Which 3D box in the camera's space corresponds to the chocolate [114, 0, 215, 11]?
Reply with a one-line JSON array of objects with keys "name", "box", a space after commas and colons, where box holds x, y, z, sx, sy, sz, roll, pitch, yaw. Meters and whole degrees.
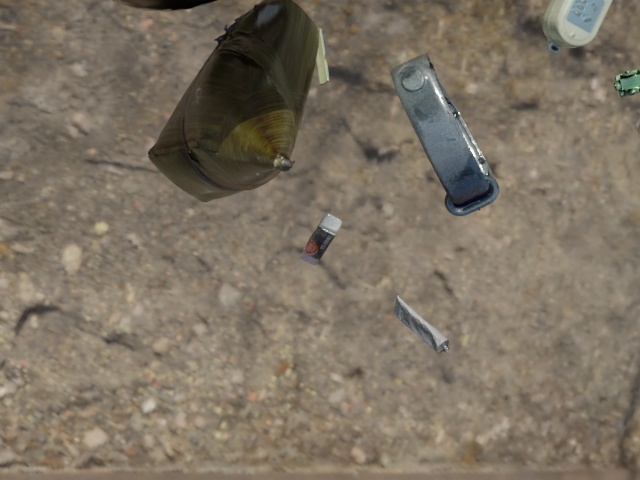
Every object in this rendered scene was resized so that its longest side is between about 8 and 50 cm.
[{"name": "chocolate", "box": [-0.126, -0.343, 0.871, 0.383, 0.383, 0.331, -28, 87, -37]}]

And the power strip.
[{"name": "power strip", "box": [0.245, -0.249, 0.993, 0.047, 0.030, 0.191, 24, 92, -21]}]

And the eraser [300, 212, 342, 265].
[{"name": "eraser", "box": [0.000, 0.000, 1.440, 0.019, 0.027, 0.099, -64, -176, -34]}]

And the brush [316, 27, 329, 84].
[{"name": "brush", "box": [0.001, -0.255, 1.596, 0.013, 0.016, 0.084, 22, 56, -56]}]

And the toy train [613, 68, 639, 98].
[{"name": "toy train", "box": [0.425, -0.211, 1.500, 0.053, 0.083, 0.033, -17, 92, -79]}]

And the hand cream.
[{"name": "hand cream", "box": [0.116, 0.101, 1.349, 0.019, 0.093, 0.030, -27, 140, -33]}]

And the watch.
[{"name": "watch", "box": [0.153, -0.126, 1.415, 0.206, 0.068, 0.193, 66, 11, 14]}]

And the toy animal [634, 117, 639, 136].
[{"name": "toy animal", "box": [0.498, -0.125, 1.380, 0.204, 0.208, 0.156, -36, 150, 13]}]

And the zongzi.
[{"name": "zongzi", "box": [-0.045, -0.147, 1.073, 0.112, 0.242, 0.221, 34, 73, -21]}]
